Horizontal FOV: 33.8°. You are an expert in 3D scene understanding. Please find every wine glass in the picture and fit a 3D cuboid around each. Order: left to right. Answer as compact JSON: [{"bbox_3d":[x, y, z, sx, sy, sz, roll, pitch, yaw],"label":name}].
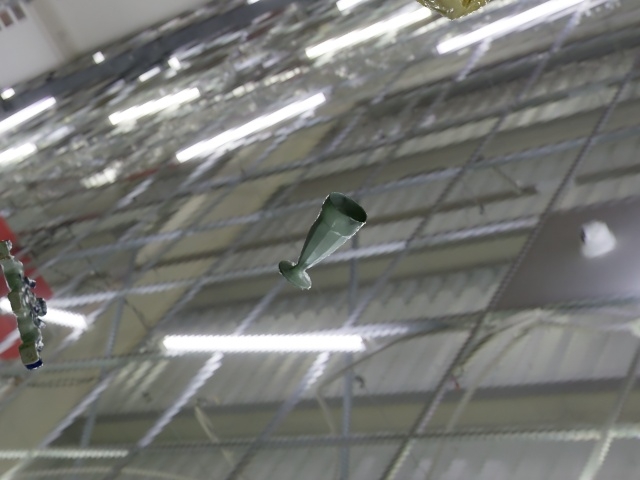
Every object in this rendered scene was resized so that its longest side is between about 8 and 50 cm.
[{"bbox_3d":[0.000,0.000,1.660,0.155,0.073,0.073,-50,-169,25],"label":"wine glass"}]

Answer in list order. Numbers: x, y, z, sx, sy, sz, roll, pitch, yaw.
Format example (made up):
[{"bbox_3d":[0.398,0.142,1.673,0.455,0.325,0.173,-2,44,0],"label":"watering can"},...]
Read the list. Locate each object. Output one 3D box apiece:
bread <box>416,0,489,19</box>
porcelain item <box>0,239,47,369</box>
[{"bbox_3d":[0.120,-0.350,1.108,0.140,0.236,0.106,-38,-144,-7],"label":"bread"},{"bbox_3d":[-0.301,0.067,1.084,0.021,0.136,0.075,-19,170,4],"label":"porcelain item"}]
